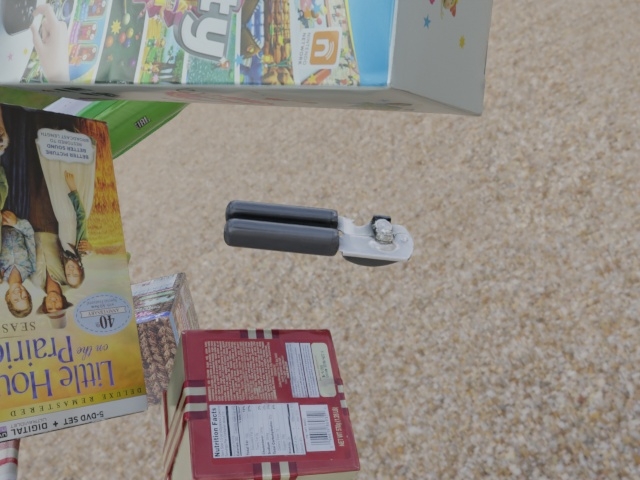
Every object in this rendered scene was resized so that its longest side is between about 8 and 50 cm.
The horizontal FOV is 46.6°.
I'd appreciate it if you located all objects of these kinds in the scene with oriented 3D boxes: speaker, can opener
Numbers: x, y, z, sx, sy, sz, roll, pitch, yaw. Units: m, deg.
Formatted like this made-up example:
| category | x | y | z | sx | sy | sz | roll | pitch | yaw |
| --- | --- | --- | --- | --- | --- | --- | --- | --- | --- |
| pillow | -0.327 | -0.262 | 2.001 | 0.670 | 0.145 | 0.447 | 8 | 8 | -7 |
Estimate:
| category | x | y | z | sx | sy | sz | roll | pitch | yaw |
| --- | --- | --- | --- | --- | --- | --- | --- | --- | --- |
| speaker | -0.319 | -0.221 | 1.205 | 0.296 | 0.131 | 0.131 | -39 | 23 | -14 |
| can opener | 0.000 | 0.000 | 1.068 | 0.280 | 0.093 | 0.074 | 8 | 44 | -12 |

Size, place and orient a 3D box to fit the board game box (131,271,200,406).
| category | x | y | z | sx | sy | sz | roll | pitch | yaw |
| --- | --- | --- | --- | --- | --- | --- | --- | --- | --- |
| board game box | -0.343 | 0.179 | 1.295 | 0.232 | 0.141 | 0.291 | -13 | 13 | -2 |

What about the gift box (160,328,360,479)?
| category | x | y | z | sx | sy | sz | roll | pitch | yaw |
| --- | --- | --- | --- | --- | --- | --- | --- | --- | --- |
| gift box | -0.082 | 0.293 | 1.058 | 0.258 | 0.276 | 0.255 | 115 | 156 | -46 |

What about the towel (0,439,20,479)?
| category | x | y | z | sx | sy | sz | roll | pitch | yaw |
| --- | --- | --- | --- | --- | --- | --- | --- | --- | --- |
| towel | -0.444 | 0.343 | 0.809 | 0.237 | 0.037 | 0.329 | -24 | 25 | -12 |

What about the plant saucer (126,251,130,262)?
| category | x | y | z | sx | sy | sz | roll | pitch | yaw |
| --- | --- | --- | --- | --- | --- | --- | --- | --- | --- |
| plant saucer | -0.531 | 0.099 | 1.643 | 0.045 | 0.188 | 0.188 | 26 | 98 | 61 |

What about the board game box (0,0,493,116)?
| category | x | y | z | sx | sy | sz | roll | pitch | yaw |
| --- | --- | --- | --- | --- | --- | --- | --- | --- | --- |
| board game box | -0.055 | -0.187 | 0.401 | 0.303 | 0.224 | 0.097 | 9 | 5 | 35 |

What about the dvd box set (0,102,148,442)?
| category | x | y | z | sx | sy | sz | roll | pitch | yaw |
| --- | --- | --- | --- | --- | --- | --- | --- | --- | --- |
| dvd box set | -0.380 | 0.033 | 0.936 | 0.062 | 0.420 | 0.308 | -17 | -12 | 35 |
